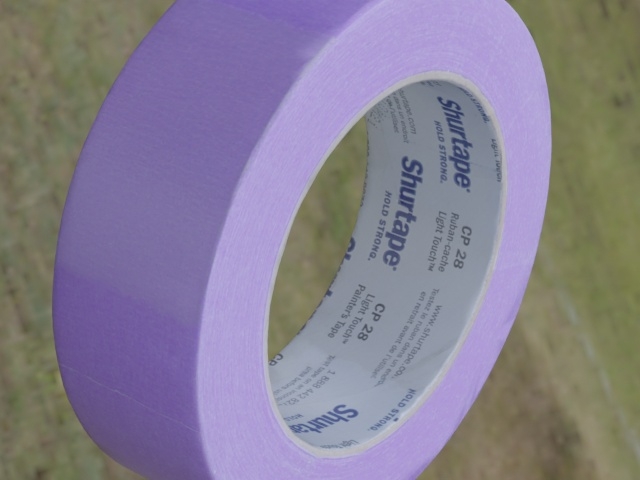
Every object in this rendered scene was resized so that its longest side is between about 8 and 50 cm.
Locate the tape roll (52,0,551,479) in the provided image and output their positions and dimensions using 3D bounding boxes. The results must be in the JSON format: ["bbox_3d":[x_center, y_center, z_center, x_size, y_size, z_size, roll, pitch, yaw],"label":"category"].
[{"bbox_3d":[0.000,0.000,0.920,0.275,0.090,0.275,-32,133,-42],"label":"tape roll"}]
